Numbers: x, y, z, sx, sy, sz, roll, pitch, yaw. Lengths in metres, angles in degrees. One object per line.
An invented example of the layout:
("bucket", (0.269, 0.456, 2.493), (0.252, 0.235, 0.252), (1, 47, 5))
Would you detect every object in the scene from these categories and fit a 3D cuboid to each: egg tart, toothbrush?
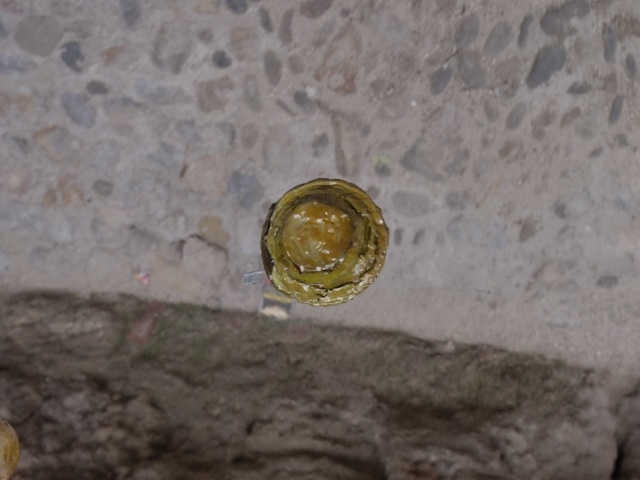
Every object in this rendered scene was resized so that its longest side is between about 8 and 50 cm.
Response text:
("egg tart", (0.000, 0.000, 1.701), (0.241, 0.106, 0.241), (-3, 79, 14))
("toothbrush", (-0.038, 0.047, 1.788), (0.257, 0.024, 0.018), (-14, 160, 30))

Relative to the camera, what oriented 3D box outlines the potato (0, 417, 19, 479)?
("potato", (-0.553, 0.307, 1.403), (0.233, 0.146, 0.150), (3, 90, -11))
